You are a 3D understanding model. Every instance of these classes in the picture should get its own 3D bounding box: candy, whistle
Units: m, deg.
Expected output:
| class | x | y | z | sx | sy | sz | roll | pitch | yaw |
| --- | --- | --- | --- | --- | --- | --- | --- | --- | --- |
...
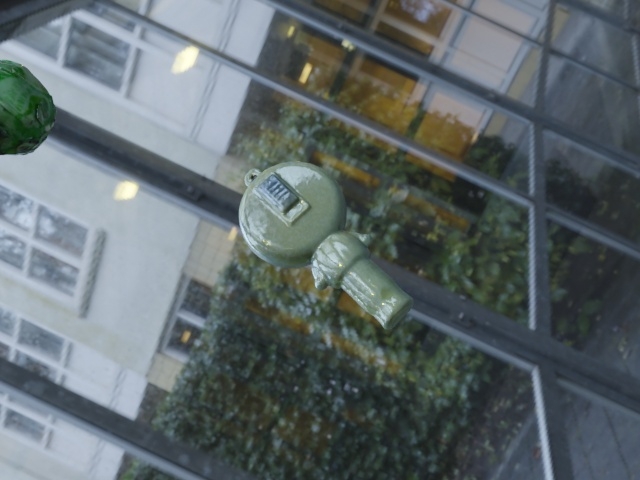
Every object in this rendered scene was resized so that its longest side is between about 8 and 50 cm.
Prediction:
| class | x | y | z | sx | sy | sz | roll | pitch | yaw |
| --- | --- | --- | --- | --- | --- | --- | --- | --- | --- |
| candy | -0.399 | -0.201 | 0.809 | 0.097 | 0.323 | 0.097 | -47 | 15 | 16 |
| whistle | 0.000 | 0.000 | 0.951 | 0.126 | 0.258 | 0.067 | -44 | -20 | -6 |
